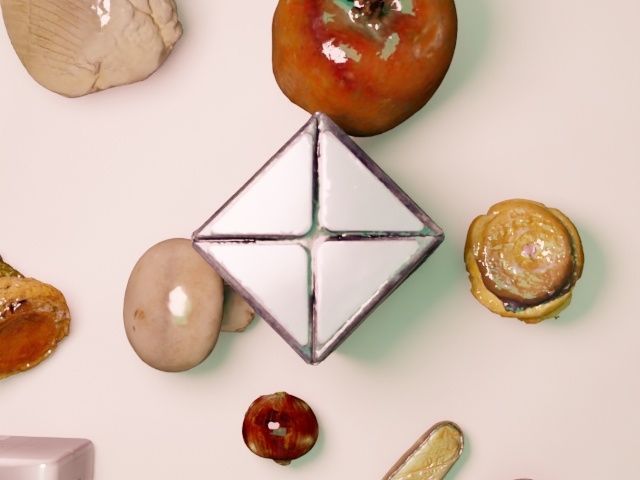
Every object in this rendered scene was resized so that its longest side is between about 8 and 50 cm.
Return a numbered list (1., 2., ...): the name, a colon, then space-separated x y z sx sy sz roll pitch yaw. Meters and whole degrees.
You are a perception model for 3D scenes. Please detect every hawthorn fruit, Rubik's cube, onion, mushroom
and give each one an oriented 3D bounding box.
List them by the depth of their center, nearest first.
1. hawthorn fruit: 0.068 -0.297 1.306 0.267 0.301 0.268 1 82 -10
2. Rubik's cube: 0.000 0.000 1.325 0.259 0.260 0.255 44 91 7
3. mushroom: -0.191 0.100 1.386 0.204 0.204 0.204 0 88 4
4. onion: -0.061 0.286 1.395 0.117 0.118 0.119 -12 87 0

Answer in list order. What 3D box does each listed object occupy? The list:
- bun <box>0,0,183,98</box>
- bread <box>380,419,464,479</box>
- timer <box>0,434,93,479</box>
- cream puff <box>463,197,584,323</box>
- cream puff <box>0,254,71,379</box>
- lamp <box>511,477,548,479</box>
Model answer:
1. bun: -0.333 -0.346 1.388 0.281 0.204 0.282 11 107 38
2. bread: 0.139 0.361 1.403 0.073 0.053 0.214 39 89 0
3. timer: -0.459 0.403 1.375 0.194 0.192 0.195 0 88 4
4. cream puff: 0.300 0.033 1.365 0.189 0.129 0.189 -1 79 6
5. cream puff: -0.497 0.099 1.421 0.183 0.183 0.169 -44 60 2
6. lamp: 0.322 0.447 1.351 0.215 0.151 0.223 24 133 10
